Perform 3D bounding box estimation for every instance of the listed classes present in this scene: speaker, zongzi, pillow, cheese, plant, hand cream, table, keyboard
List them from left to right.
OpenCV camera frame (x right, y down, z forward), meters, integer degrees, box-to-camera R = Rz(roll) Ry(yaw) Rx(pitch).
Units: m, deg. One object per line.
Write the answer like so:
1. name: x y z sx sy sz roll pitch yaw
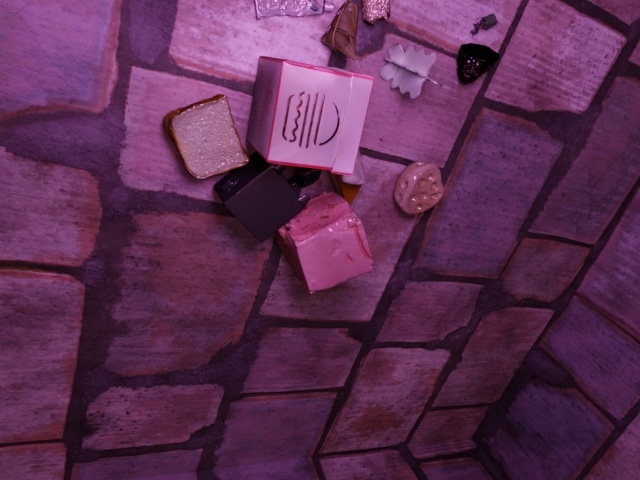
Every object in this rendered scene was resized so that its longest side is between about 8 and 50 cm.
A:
1. speaker: -0.212 -0.173 1.676 0.254 0.184 0.232 -40 128 -1
2. hand cream: -0.080 -0.746 1.459 0.257 0.050 0.084 -7 121 -13
3. keyboard: -0.037 -0.238 1.709 0.094 0.230 0.025 -25 87 -4
4. pillow: 0.109 -0.311 1.717 0.128 0.229 0.051 8 154 -41
5. zongzi: 0.110 -0.693 1.496 0.081 0.178 0.189 15 114 -50
6. table: 0.327 -0.599 1.635 0.167 0.198 0.166 -11 124 -17
7. cheese: 0.422 -0.223 1.967 0.218 0.117 0.235 27 105 -35
8. plant: 0.606 -0.808 1.726 0.102 0.051 0.051 -25 128 10

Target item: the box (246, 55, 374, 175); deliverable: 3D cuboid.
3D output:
1. box: -0.049 -0.414 1.503 0.300 0.312 0.314 3 112 -23

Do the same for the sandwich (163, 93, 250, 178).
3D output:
1. sandwich: -0.379 -0.342 1.553 0.226 0.087 0.251 -25 124 -10

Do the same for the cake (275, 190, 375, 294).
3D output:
1. cake: 0.000 0.000 1.799 0.314 0.307 0.293 -24 125 -9

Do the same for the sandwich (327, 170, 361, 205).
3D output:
1. sandwich: 0.057 -0.237 1.794 0.187 0.117 0.144 25 105 -35

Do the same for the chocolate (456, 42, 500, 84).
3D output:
1. chocolate: 0.582 -0.664 1.768 0.156 0.156 0.133 -9 142 -19

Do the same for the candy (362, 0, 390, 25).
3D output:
1. candy: 0.186 -0.779 1.535 0.095 0.085 0.110 -17 116 -6
